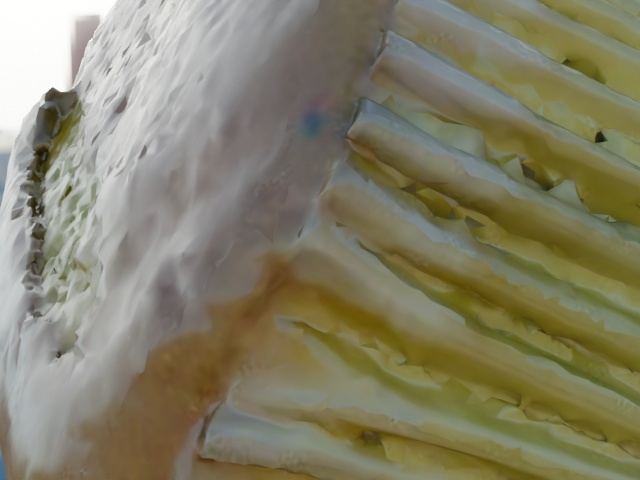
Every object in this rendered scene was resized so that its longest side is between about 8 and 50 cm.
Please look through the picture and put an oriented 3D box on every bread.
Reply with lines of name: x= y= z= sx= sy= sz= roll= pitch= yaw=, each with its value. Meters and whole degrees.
bread: x=0.000 y=0.000 z=0.506 sx=0.156 sy=0.204 sz=0.288 roll=23 pitch=17 yaw=-15
